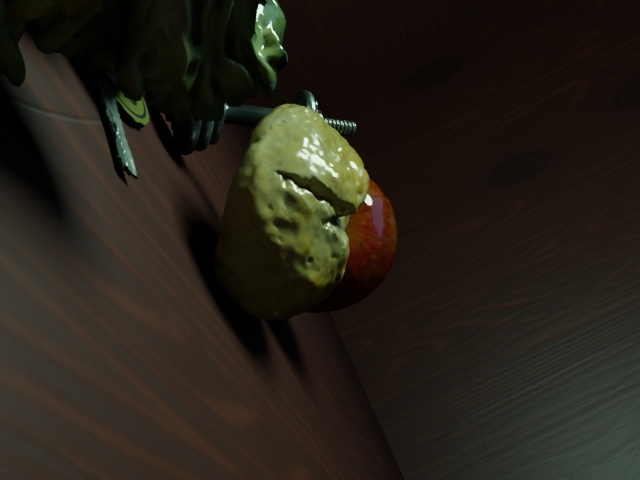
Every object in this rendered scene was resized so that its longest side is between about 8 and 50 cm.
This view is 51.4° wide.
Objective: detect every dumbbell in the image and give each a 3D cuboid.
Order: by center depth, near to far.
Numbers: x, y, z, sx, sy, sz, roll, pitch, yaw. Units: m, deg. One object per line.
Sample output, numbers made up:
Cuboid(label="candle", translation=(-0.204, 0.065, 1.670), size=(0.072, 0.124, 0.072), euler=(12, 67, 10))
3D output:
Cuboid(label="dumbbell", translation=(-0.076, -0.152, 0.814), size=(0.110, 0.254, 0.110), euler=(-178, -90, -70))

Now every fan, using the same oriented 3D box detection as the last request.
Cuboid(label="fan", translation=(-0.205, -0.176, 0.594), size=(0.335, 0.011, 0.230), euler=(64, 1, 32))

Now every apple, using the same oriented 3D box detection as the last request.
Cuboid(label="apple", translation=(0.000, 0.000, 0.950), size=(0.230, 0.229, 0.230), euler=(64, 1, -2))

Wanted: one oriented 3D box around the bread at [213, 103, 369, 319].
Cuboid(label="bread", translation=(-0.028, -0.021, 0.721), size=(0.244, 0.134, 0.245), euler=(-167, -90, -88))

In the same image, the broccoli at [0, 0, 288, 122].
Cuboid(label="broccoli", translation=(-0.084, -0.192, 0.278), size=(0.288, 0.245, 0.248), euler=(18, 76, -44))

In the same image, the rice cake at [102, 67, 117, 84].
Cuboid(label="rice cake", translation=(-0.178, -0.209, 0.691), size=(0.073, 0.056, 0.365), euler=(55, 5, -19))
